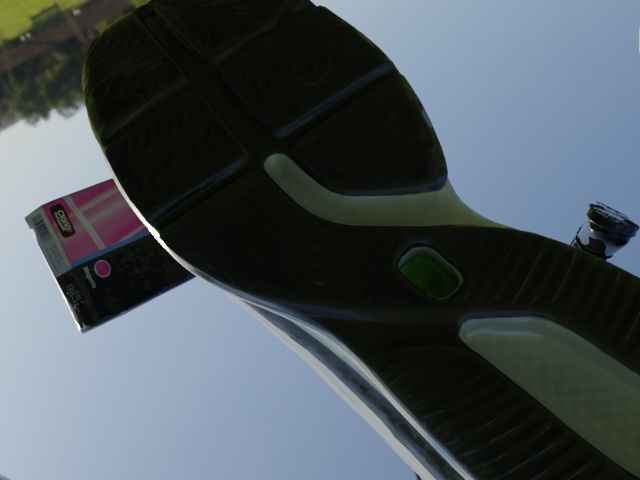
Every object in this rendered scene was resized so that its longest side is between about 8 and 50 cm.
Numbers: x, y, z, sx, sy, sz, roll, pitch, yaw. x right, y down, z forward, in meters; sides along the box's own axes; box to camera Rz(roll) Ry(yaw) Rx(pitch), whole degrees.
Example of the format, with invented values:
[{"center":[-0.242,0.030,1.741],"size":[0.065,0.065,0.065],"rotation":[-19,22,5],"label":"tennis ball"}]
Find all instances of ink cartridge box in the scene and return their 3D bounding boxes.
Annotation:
[{"center":[-0.222,-0.022,1.334],"size":[0.069,0.176,0.371],"rotation":[-24,-177,45],"label":"ink cartridge box"}]

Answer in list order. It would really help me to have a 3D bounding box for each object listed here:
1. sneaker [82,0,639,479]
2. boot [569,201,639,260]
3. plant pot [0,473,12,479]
[{"center":[0.024,0.051,0.555],"size":[0.169,0.258,0.447],"rotation":[-36,-118,-19],"label":"sneaker"},{"center":[0.227,0.019,0.791],"size":[0.099,0.045,0.121],"rotation":[-64,169,12],"label":"boot"},{"center":[-0.374,0.291,0.795],"size":[0.237,0.109,0.237],"rotation":[-60,-175,9],"label":"plant pot"}]
